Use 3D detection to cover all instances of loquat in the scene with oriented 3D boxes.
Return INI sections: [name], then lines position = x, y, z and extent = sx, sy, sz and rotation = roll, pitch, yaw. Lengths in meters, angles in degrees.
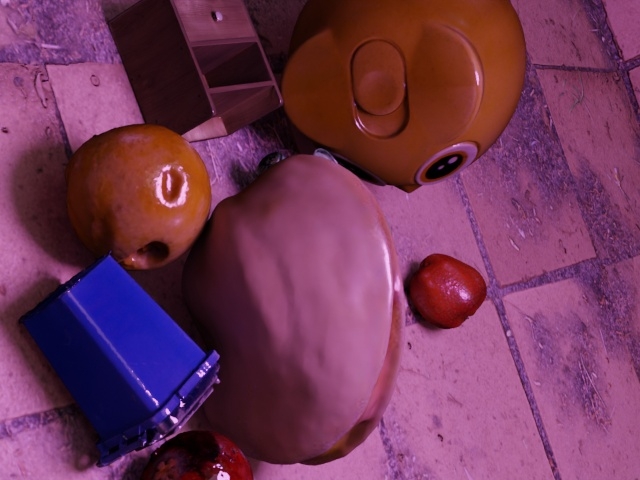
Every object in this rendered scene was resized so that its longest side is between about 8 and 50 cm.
[loquat]
position = -0.248, -0.063, 1.675
extent = 0.213, 0.213, 0.213
rotation = 26, 53, -41

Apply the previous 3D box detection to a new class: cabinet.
[cabinet]
position = -0.192, -0.279, 1.903
extent = 0.174, 0.148, 0.215
rotation = -17, 84, -52

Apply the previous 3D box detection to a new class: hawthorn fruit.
[hawthorn fruit]
position = 0.227, 0.094, 2.242
extent = 0.138, 0.133, 0.133
rotation = 48, 39, 1

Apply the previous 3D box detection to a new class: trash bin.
[trash bin]
position = -0.269, 0.155, 1.591
extent = 0.234, 0.162, 0.184
rotation = 53, 39, -9

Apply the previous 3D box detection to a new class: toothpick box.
[toothpick box]
position = 0.143, -0.290, 2.083
extent = 0.409, 0.408, 0.425
rotation = 61, 22, -8

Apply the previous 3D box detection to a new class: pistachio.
[pistachio]
position = -0.039, 0.099, 1.728
extent = 0.281, 0.365, 0.446
rotation = -2, 102, -51

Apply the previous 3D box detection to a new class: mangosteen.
[mangosteen]
position = -0.161, 0.346, 1.630
extent = 0.180, 0.166, 0.166
rotation = 67, 29, -45

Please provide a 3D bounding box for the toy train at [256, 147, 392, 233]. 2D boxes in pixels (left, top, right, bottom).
[toy train]
position = 0.000, 0.000, 1.975
extent = 0.304, 0.150, 0.222
rotation = 45, 34, -29
